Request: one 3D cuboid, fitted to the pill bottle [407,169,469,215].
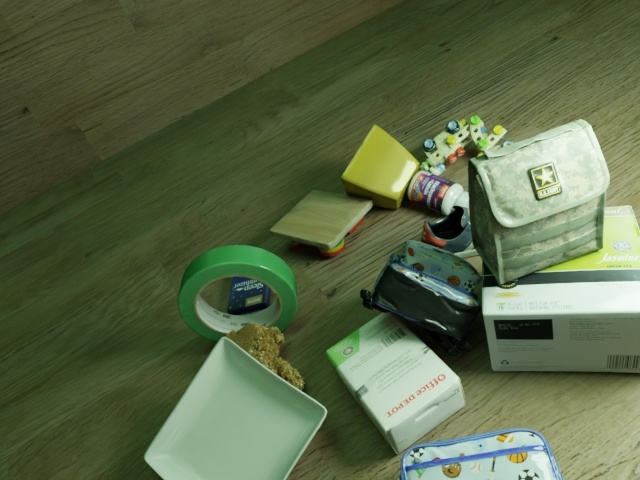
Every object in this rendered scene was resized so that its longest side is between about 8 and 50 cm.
[{"bbox_3d":[0.387,-0.144,1.623,0.194,0.108,0.108,28,59,32],"label":"pill bottle"}]

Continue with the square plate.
[{"bbox_3d":[-0.198,0.450,1.168,0.347,0.049,0.343,26,77,31],"label":"square plate"}]

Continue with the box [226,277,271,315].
[{"bbox_3d":[-0.222,0.160,1.616,0.137,0.036,0.225,-16,43,16],"label":"box"}]

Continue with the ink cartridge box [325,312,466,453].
[{"bbox_3d":[0.170,0.319,1.186,0.199,0.114,0.273,-32,39,-11],"label":"ink cartridge box"}]

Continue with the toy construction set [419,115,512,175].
[{"bbox_3d":[0.479,-0.307,1.769,0.328,0.151,0.215,-31,63,1],"label":"toy construction set"}]

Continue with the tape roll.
[{"bbox_3d":[-0.225,0.157,1.405,0.322,0.321,0.077,-16,38,8],"label":"tape roll"}]

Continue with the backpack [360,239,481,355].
[{"bbox_3d":[0.256,0.115,1.248,0.277,0.263,0.213,29,94,3],"label":"backpack"}]

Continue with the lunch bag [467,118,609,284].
[{"bbox_3d":[0.436,-0.083,1.036,0.236,0.286,0.168,-20,38,2],"label":"lunch bag"}]

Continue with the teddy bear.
[{"bbox_3d":[-0.161,0.379,1.306,0.245,0.113,0.338,-34,46,-3],"label":"teddy bear"}]

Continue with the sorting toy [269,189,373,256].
[{"bbox_3d":[0.011,-0.052,1.712,0.257,0.089,0.255,14,45,37],"label":"sorting toy"}]

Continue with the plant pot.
[{"bbox_3d":[0.213,-0.221,1.697,0.187,0.212,0.212,31,85,15],"label":"plant pot"}]

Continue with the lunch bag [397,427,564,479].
[{"bbox_3d":[0.295,0.477,0.944,0.304,0.114,0.243,-13,37,11],"label":"lunch bag"}]

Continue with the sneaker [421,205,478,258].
[{"bbox_3d":[0.459,-0.047,1.451,0.351,0.148,0.131,-19,38,5],"label":"sneaker"}]

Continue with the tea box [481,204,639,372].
[{"bbox_3d":[0.549,0.110,1.163,0.329,0.219,0.323,-4,43,22],"label":"tea box"}]
